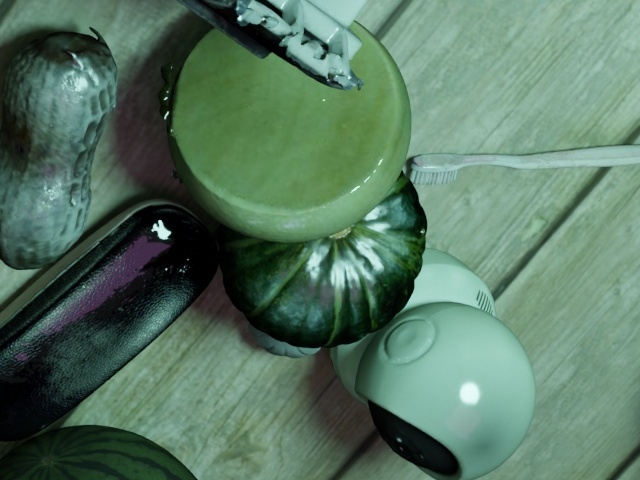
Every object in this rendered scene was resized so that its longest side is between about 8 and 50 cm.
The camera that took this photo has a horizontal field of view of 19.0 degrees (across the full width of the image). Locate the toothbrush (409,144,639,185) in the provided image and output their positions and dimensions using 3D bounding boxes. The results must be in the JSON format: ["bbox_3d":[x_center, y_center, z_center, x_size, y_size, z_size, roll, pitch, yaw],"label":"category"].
[{"bbox_3d":[0.236,-0.082,2.024,0.307,0.025,0.030,-4,131,-19],"label":"toothbrush"}]

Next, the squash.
[{"bbox_3d":[0.002,0.001,1.883,0.218,0.218,0.172,-25,164,-5],"label":"squash"}]

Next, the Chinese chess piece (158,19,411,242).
[{"bbox_3d":[-0.032,-0.111,1.782,0.237,0.238,0.092,-26,165,-4],"label":"Chinese chess piece"}]

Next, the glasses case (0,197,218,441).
[{"bbox_3d":[-0.237,0.082,1.907,0.314,0.075,0.122,-41,128,7],"label":"glasses case"}]

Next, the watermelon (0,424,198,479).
[{"bbox_3d":[-0.224,0.356,1.963,0.278,0.279,0.359,-17,128,-11],"label":"watermelon"}]

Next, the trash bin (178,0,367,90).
[{"bbox_3d":[0.003,-0.342,1.582,0.368,0.296,0.256,-48,139,8],"label":"trash bin"}]

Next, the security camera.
[{"bbox_3d":[0.127,0.141,1.993,0.194,0.236,0.195,-12,126,-17],"label":"security camera"}]

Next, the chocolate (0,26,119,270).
[{"bbox_3d":[-0.256,-0.082,1.778,0.110,0.110,0.248,4,115,-24],"label":"chocolate"}]

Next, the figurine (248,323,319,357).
[{"bbox_3d":[-0.035,0.075,1.996,0.094,0.082,0.086,9,137,2],"label":"figurine"}]
